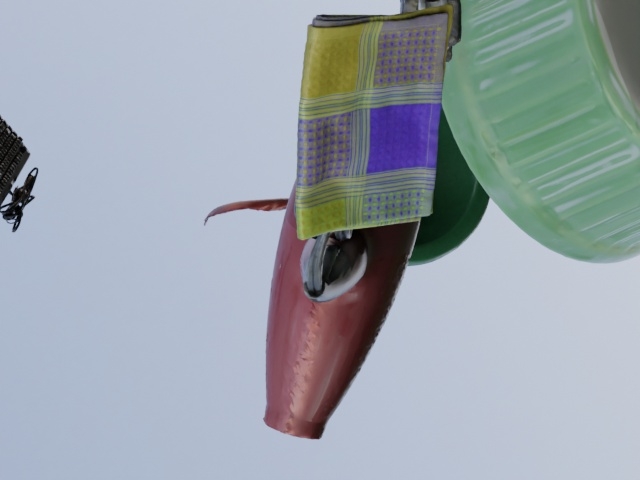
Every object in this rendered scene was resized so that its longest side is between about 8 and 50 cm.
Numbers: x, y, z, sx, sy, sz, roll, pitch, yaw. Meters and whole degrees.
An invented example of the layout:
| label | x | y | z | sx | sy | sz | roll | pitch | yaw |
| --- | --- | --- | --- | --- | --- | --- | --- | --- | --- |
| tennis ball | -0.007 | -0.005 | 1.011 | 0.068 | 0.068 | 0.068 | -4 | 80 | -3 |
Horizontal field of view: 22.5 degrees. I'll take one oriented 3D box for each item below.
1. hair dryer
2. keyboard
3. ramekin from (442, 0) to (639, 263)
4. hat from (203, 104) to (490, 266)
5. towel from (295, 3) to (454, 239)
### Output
| label | x | y | z | sx | sy | sz | roll | pitch | yaw |
| --- | --- | --- | --- | --- | --- | --- | --- | --- | --- |
| hair dryer | 0.000 | 0.000 | 0.884 | 0.293 | 0.080 | 0.223 | 97 | -163 | -44 |
| keyboard | -0.319 | -0.076 | 1.634 | 0.100 | 0.038 | 0.192 | 56 | -165 | -19 |
| ramekin | 0.247 | -0.145 | 1.276 | 0.303 | 0.148 | 0.303 | 14 | -113 | -36 |
| hat | 0.032 | -0.069 | 1.539 | 0.208 | 0.183 | 0.173 | 15 | -93 | -23 |
| towel | 0.019 | -0.042 | 0.565 | 0.060 | 0.009 | 0.083 | -8 | -64 | -31 |
